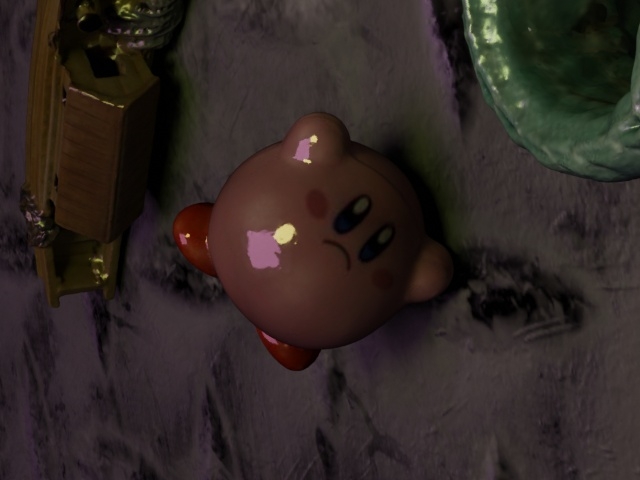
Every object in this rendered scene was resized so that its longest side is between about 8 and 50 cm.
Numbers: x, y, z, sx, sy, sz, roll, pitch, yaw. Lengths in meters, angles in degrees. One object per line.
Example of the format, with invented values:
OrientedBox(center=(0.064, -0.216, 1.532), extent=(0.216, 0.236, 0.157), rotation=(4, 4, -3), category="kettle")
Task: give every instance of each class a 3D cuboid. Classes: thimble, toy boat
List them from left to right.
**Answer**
OrientedBox(center=(-0.218, -0.100, 1.762), extent=(0.445, 0.136, 0.162), rotation=(106, 146, -46), category="toy boat")
OrientedBox(center=(0.180, -0.141, 1.026), extent=(0.235, 0.143, 0.198), rotation=(54, 141, 40), category="thimble")

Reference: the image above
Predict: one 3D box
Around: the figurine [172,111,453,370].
OrientedBox(center=(0.000, 0.000, 1.365), extent=(0.173, 0.173, 0.173), rotation=(27, 122, 54), category="figurine")
